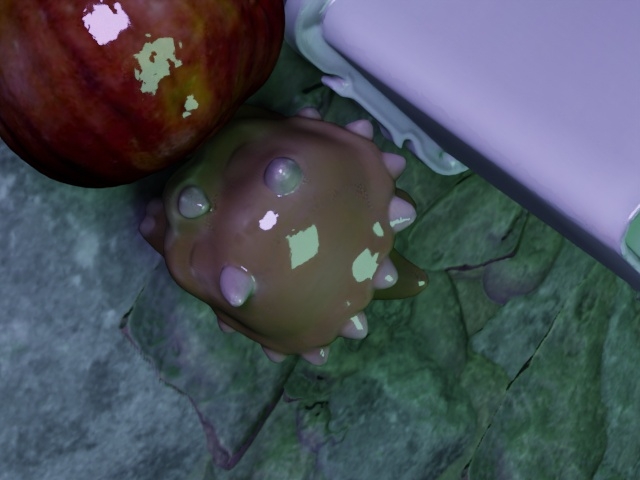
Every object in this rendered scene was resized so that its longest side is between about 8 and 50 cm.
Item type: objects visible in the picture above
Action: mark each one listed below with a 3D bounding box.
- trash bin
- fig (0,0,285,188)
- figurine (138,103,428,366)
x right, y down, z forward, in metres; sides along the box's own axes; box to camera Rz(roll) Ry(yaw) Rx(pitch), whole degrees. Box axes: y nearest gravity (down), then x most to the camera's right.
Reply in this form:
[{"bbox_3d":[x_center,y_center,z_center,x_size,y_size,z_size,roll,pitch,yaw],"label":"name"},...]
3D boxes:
[{"bbox_3d":[0.166,-0.128,1.237,0.256,0.368,0.296,-47,137,3],"label":"trash bin"},{"bbox_3d":[-0.146,-0.157,1.123,0.249,0.186,0.204,49,49,-4],"label":"fig"},{"bbox_3d":[-0.005,0.002,1.313,0.177,0.173,0.247,-52,136,-7],"label":"figurine"}]
